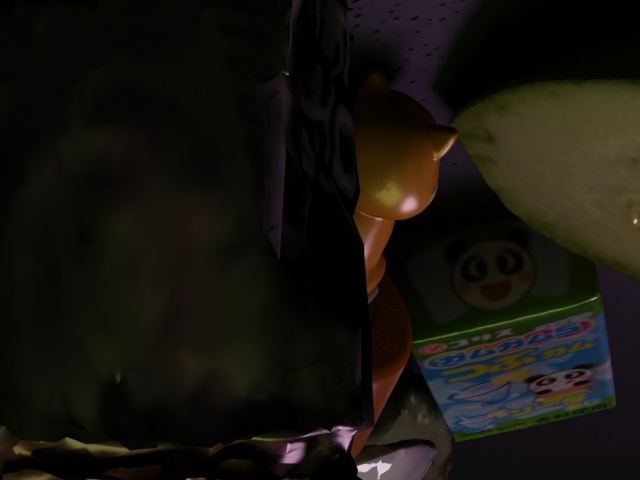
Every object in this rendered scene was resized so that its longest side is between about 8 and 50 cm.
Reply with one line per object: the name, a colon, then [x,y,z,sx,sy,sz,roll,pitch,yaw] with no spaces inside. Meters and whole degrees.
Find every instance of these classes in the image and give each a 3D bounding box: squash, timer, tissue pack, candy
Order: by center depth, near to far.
tissue pack: [-0.076,0.005,0.501,0.123,0.245,0.332,-2,156,-18]
squash: [0.192,-0.008,0.665,0.260,0.189,0.189,-21,156,16]
timer: [0.000,0.000,0.727,0.132,0.132,0.152,9,129,-40]
candy: [0.096,0.045,0.923,0.097,0.062,0.194,-13,157,7]

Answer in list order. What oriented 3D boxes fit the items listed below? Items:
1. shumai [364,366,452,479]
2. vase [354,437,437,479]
shumai: [-0.053,0.233,1.050,0.304,0.263,0.309,-10,158,-8]
vase: [-0.057,0.289,0.831,0.250,0.445,0.250,6,176,0]
